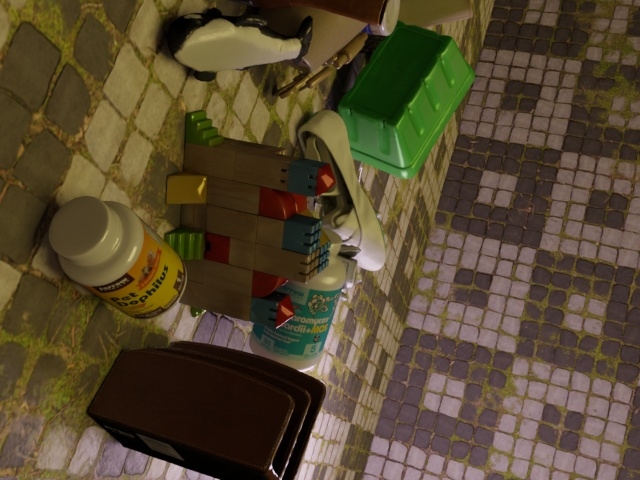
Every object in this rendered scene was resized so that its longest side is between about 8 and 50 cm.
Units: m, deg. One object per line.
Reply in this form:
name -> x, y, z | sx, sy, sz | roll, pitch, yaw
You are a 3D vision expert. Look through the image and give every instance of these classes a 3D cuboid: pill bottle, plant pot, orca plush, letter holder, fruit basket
pill bottle -> -0.038, 0.105, 1.368 | 0.146, 0.146, 0.264 | -32, 141, -65
plant pot -> 0.001, -0.458, 1.311 | 0.274, 0.256, 0.256 | -58, 160, -1
orca plush -> -0.133, -0.342, 1.142 | 0.287, 0.102, 0.151 | -21, 167, -34
letter holder -> -0.165, 0.246, 1.137 | 0.152, 0.301, 0.215 | 75, 33, -54
pill bottle -> 0.062, -0.492, 1.491 | 0.112, 0.186, 0.112 | 12, 90, -71
pill bottle -> -0.271, 0.024, 0.970 | 0.215, 0.117, 0.117 | 60, 46, -63
fruit basket -> 0.207, -0.334, 1.880 | 0.392, 0.282, 0.392 | -44, 148, -37

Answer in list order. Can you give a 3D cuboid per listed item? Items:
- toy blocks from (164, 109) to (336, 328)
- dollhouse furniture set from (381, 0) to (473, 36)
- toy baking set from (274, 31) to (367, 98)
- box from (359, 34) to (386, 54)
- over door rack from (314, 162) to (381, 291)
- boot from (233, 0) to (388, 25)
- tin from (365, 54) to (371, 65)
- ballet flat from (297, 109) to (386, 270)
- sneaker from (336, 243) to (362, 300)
toy blocks -> -0.101, -0.010, 1.219 | 0.190, 0.260, 0.382 | -35, 135, -63
dollhouse furniture set -> 0.250, -0.779, 1.916 | 0.362, 0.256, 0.395 | 45, 39, -69
toy baking set -> 0.003, -0.359, 1.438 | 0.030, 0.196, 0.256 | 58, 42, -21
box -> 0.128, -0.509, 1.860 | 0.083, 0.067, 0.018 | -58, 154, -46
over door rack -> 0.083, -0.044, 1.971 | 0.324, 0.108, 0.240 | 84, 25, -43
boot -> -0.011, -0.491, 1.132 | 0.096, 0.280, 0.264 | -21, 122, -68
tin -> 0.171, -0.508, 2.037 | 0.189, 0.040, 0.106 | 24, 75, -71
ballet flat -> 0.035, -0.099, 1.661 | 0.139, 0.139, 0.401 | -40, 115, -61
sneaker -> -0.036, 0.031, 1.513 | 0.366, 0.210, 0.138 | 40, 64, -69
